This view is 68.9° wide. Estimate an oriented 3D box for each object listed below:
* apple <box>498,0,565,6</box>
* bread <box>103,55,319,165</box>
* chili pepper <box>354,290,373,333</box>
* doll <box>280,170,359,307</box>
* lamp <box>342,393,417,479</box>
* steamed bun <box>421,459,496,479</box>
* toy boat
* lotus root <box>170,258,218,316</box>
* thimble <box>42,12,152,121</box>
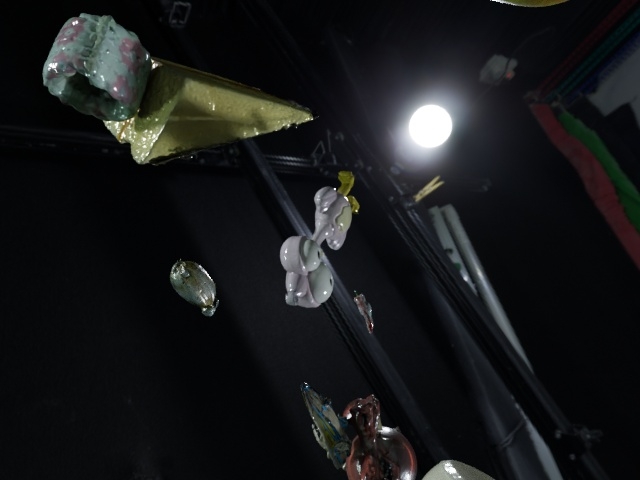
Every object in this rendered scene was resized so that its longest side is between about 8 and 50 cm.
[{"bbox_3d":[0.262,-0.424,0.545,0.265,0.264,0.264,15,-130,-19],"label":"apple"},{"bbox_3d":[-0.280,-0.301,1.149,0.405,0.242,0.345,10,-156,-33],"label":"bread"},{"bbox_3d":[0.149,0.232,1.545,0.050,0.041,0.153,-27,-88,-54],"label":"chili pepper"},{"bbox_3d":[-0.001,0.000,0.983,0.094,0.160,0.365,2,-139,20],"label":"doll"},{"bbox_3d":[0.127,0.448,0.981,0.151,0.223,0.215,-9,-123,-14],"label":"lamp"},{"bbox_3d":[0.266,0.486,0.718,0.283,0.283,0.177,30,-97,-6],"label":"steamed bun"},{"bbox_3d":[0.007,0.347,0.906,0.084,0.066,0.210,-100,-14,-64],"label":"toy boat"},{"bbox_3d":[-0.311,0.116,1.167,0.165,0.088,0.088,56,-138,-22],"label":"lotus root"},{"bbox_3d":[-0.458,-0.357,0.970,0.186,0.211,0.149,17,-107,-18],"label":"thimble"}]
